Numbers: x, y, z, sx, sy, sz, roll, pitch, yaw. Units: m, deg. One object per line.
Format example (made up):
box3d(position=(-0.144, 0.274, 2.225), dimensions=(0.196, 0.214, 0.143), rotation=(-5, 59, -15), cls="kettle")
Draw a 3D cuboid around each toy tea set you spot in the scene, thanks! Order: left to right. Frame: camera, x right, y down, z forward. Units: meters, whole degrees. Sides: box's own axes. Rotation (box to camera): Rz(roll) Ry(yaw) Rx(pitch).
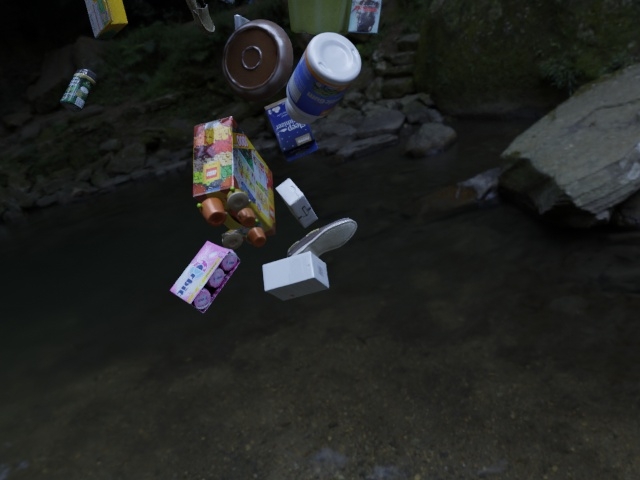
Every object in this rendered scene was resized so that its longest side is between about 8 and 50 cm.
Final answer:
box3d(position=(-0.356, -0.084, 1.936), dimensions=(0.200, 0.336, 0.124), rotation=(-30, 46, -6), cls="toy tea set")

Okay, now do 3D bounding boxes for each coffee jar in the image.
box3d(position=(-1.052, -0.658, 2.049), dimensions=(0.096, 0.079, 0.184), rotation=(7, 71, 34), cls="coffee jar")

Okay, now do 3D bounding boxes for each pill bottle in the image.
box3d(position=(-0.007, -0.441, 1.332), dimensions=(0.152, 0.152, 0.272), rotation=(-26, -4, -26), cls="pill bottle")

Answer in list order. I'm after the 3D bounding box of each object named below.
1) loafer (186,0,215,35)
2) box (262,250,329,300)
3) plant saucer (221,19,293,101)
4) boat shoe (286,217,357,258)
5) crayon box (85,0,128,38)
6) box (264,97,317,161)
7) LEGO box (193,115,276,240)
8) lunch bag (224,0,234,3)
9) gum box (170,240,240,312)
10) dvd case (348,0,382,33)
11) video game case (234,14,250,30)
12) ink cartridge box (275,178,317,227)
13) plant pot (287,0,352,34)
box3d(position=(-0.403, -0.770, 1.591), dimensions=(0.050, 0.148, 0.056), rotation=(-5, 38, 40), cls="loafer")
box3d(position=(-0.078, 0.116, 1.497), dimensions=(0.171, 0.130, 0.090), rotation=(-16, 64, 17), cls="box")
box3d(position=(-0.257, -0.697, 1.810), dimensions=(0.311, 0.310, 0.050), rotation=(-8, 3, 21), cls="plant saucer")
box3d(position=(0.000, 0.000, 1.960), dimensions=(0.325, 0.116, 0.096), rotation=(-36, 36, 4), cls="boat shoe")
box3d(position=(-0.941, -1.028, 2.062), dimensions=(0.083, 0.202, 0.323), rotation=(-20, 19, -33), cls="crayon box")
box3d(position=(-0.110, -0.430, 1.800), dimensions=(0.137, 0.225, 0.036), rotation=(-21, 3, 7), cls="box")
box3d(position=(-0.392, -0.270, 2.207), dimensions=(0.193, 0.500, 0.372), rotation=(-12, 66, 12), cls="LEGO box")
box3d(position=(-0.457, -0.981, 1.731), dimensions=(0.304, 0.114, 0.243), rotation=(32, 17, 27), cls="lunch bag")
box3d(position=(-0.322, 0.096, 1.330), dimensions=(0.107, 0.062, 0.188), rotation=(20, 70, 40), cls="gum box")
box3d(position=(0.128, -0.651, 1.331), dimensions=(0.087, 0.119, 0.013), rotation=(11, 10, 16), cls="dvd case")
box3d(position=(-0.317, -0.828, 1.995), dimensions=(0.026, 0.206, 0.227), rotation=(2, 18, 6), cls="video game case")
box3d(position=(-0.113, -0.176, 2.245), dimensions=(0.086, 0.203, 0.148), rotation=(-38, 53, -3), cls="ink cartridge box")
box3d(position=(0.003, -0.748, 1.391), dimensions=(0.277, 0.253, 0.276), rotation=(2, 25, -1), cls="plant pot")
